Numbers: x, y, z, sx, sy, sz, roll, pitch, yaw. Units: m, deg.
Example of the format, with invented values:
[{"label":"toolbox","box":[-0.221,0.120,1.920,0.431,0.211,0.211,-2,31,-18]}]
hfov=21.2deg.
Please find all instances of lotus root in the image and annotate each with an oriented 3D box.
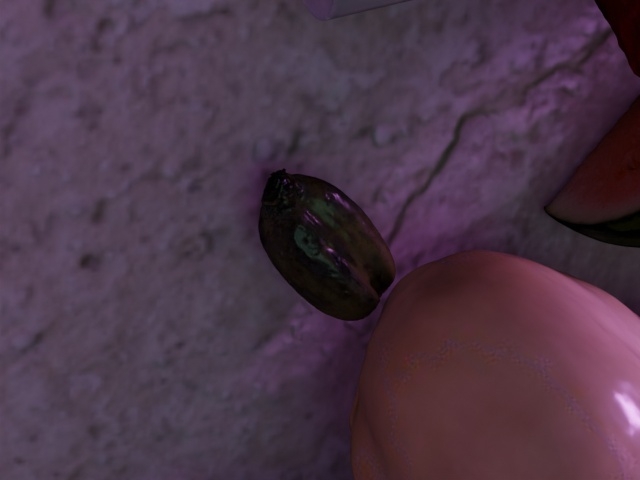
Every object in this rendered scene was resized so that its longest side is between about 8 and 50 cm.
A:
[{"label":"lotus root","box":[0.000,0.000,0.867,0.099,0.049,0.054,48,66,-32]}]

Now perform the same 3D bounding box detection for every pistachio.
[{"label":"pistachio","box":[0.128,0.130,0.849,0.187,0.299,0.187,-29,152,-17]}]

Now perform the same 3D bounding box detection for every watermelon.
[{"label":"watermelon","box":[0.198,-0.048,0.924,0.125,0.135,0.094,0,75,-23]}]

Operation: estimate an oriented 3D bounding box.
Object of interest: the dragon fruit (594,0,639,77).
[{"label":"dragon fruit","box":[0.235,-0.160,0.717,0.277,0.343,0.277,-8,157,-3]}]

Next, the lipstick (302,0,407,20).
[{"label":"lipstick","box":[0.112,-0.163,0.845,0.264,0.059,0.059,-15,117,-18]}]
